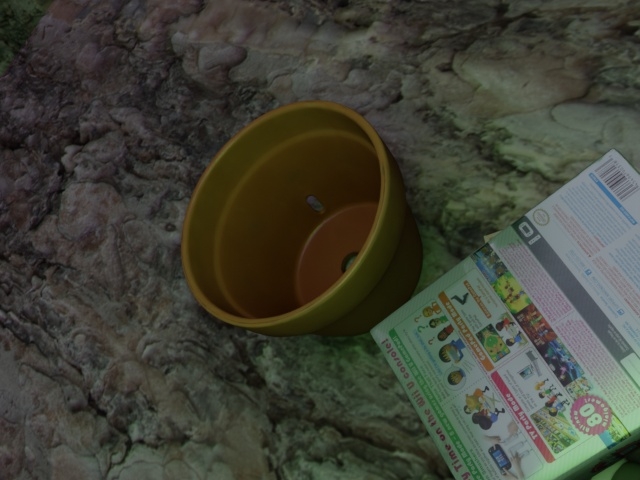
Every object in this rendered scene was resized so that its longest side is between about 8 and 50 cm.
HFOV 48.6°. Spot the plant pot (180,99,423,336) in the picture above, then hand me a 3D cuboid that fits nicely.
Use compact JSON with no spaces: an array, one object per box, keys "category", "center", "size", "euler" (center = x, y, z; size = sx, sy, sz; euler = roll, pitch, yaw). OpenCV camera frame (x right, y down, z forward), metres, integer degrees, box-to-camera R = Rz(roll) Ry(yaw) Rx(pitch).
[{"category":"plant pot","center":[0.000,0.000,0.898],"size":[0.291,0.203,0.290],"euler":[-16,59,28]}]

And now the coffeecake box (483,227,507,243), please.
[{"category":"coffeecake box","center":[0.290,0.038,0.771],"size":[0.185,0.068,0.142],"euler":[-21,58,24]}]

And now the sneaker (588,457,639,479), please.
[{"category":"sneaker","center":[0.269,0.297,0.655],"size":[0.086,0.064,0.192],"euler":[22,77,44]}]

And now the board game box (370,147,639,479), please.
[{"category":"board game box","center":[0.231,0.098,0.680],"size":[0.303,0.097,0.224],"euler":[-38,58,14]}]
